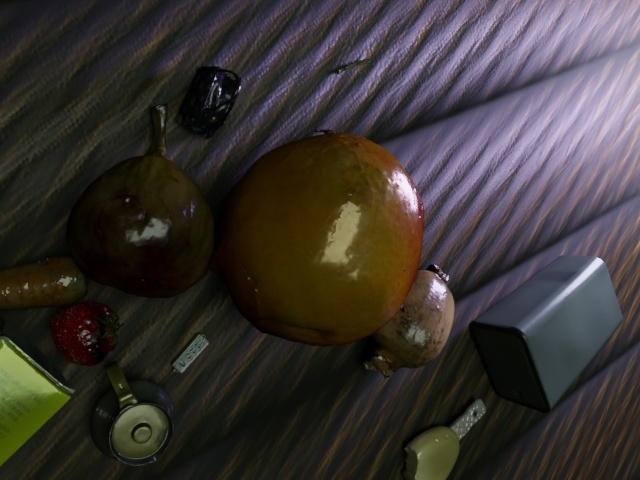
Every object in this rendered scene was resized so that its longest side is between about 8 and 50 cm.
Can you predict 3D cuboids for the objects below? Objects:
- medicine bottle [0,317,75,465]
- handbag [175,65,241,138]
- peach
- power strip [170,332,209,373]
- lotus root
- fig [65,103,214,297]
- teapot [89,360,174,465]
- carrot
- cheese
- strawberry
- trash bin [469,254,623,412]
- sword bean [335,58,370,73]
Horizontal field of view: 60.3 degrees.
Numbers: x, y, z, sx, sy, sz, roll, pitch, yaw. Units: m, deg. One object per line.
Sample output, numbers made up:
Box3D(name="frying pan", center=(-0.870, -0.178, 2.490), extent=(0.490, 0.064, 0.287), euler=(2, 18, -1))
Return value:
Box3D(name="medicine bottle", center=(-0.488, 0.245, 0.756), extent=(0.250, 0.137, 0.141), euler=(-45, 110, -20))
Box3D(name="handbag", center=(-0.166, -0.234, 0.911), extent=(0.072, 0.139, 0.115), euler=(29, 77, -34))
Box3D(name="peach", center=(-0.001, 0.000, 0.923), extent=(0.373, 0.290, 0.372), euler=(-2, 94, -25))
Box3D(name="power strip", center=(-0.229, 0.199, 0.962), extent=(0.027, 0.017, 0.083), euler=(47, 70, -20))
Box3D(name="lotus root", center=(0.189, 0.162, 1.118), extent=(0.154, 0.140, 0.256), euler=(44, 66, -29))
Box3D(name="fig", center=(-0.257, -0.079, 0.862), extent=(0.217, 0.217, 0.320), euler=(19, 61, -27))
Box3D(name="teapot", center=(-0.299, 0.273, 0.869), extent=(0.130, 0.119, 0.165), euler=(-24, 102, -26))
Box3D(name="carrot", center=(-0.493, 0.080, 0.789), extent=(0.298, 0.078, 0.078), euler=(-11, 97, -24))
Box3D(name="cheese", center=(0.281, 0.445, 1.228), extent=(0.255, 0.050, 0.127), euler=(-38, 107, -24))
Box3D(name="strawberry", center=(-0.366, 0.142, 0.848), extent=(0.106, 0.106, 0.106), euler=(-1, 92, -28))
Box3D(name="trash bin", center=(0.550, 0.205, 1.302), extent=(0.344, 0.158, 0.222), euler=(-31, 106, -25))
Box3D(name="sword bean", center=(0.065, -0.350, 1.104), extent=(0.083, 0.012, 0.012), euler=(-27, 104, -24))
